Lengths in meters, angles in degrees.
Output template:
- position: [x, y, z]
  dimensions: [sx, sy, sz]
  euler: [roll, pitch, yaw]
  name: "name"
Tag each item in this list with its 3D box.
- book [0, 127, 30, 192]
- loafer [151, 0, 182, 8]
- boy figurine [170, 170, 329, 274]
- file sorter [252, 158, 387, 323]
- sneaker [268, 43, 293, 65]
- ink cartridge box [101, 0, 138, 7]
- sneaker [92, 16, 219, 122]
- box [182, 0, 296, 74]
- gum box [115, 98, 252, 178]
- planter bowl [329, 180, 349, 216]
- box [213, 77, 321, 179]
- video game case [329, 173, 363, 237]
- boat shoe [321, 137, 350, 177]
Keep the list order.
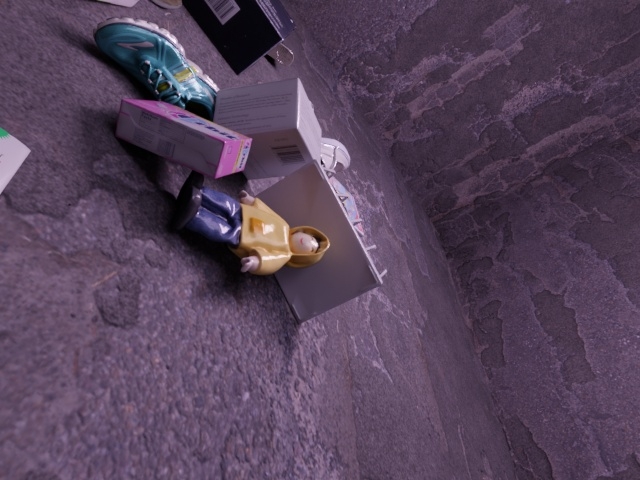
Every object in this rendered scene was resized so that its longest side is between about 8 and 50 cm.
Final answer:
- position: [-0.363, -0.076, 0.396]
  dimensions: [0.096, 0.035, 0.144]
  euler: [47, 24, -41]
  name: "book"
- position: [-0.400, -0.626, 0.914]
  dimensions: [0.251, 0.088, 0.094]
  euler: [16, 49, -61]
  name: "loafer"
- position: [-0.109, -0.010, 0.708]
  dimensions: [0.285, 0.092, 0.177]
  euler: [25, 38, -28]
  name: "boy figurine"
- position: [0.000, 0.000, 0.890]
  dimensions: [0.277, 0.193, 0.173]
  euler: [63, 18, 5]
  name: "file sorter"
- position: [-0.208, -0.756, 1.546]
  dimensions: [0.222, 0.083, 0.118]
  euler: [34, 14, -36]
  name: "sneaker"
- position: [-0.460, -0.613, 0.704]
  dimensions: [0.353, 0.119, 0.207]
  euler: [53, 17, -19]
  name: "ink cartridge box"
- position: [-0.282, -0.299, 0.760]
  dimensions: [0.275, 0.107, 0.109]
  euler: [30, 46, -53]
  name: "sneaker"
- position: [-0.258, -0.725, 1.229]
  dimensions: [0.343, 0.179, 0.312]
  euler: [51, 25, -24]
  name: "box"
- position: [-0.223, -0.170, 0.663]
  dimensions: [0.189, 0.062, 0.107]
  euler: [24, 21, 5]
  name: "gum box"
- position: [-0.011, -0.080, 1.070]
  dimensions: [0.162, 0.109, 0.162]
  euler: [47, 26, -31]
  name: "planter bowl"
- position: [-0.105, -0.228, 0.863]
  dimensions: [0.181, 0.182, 0.118]
  euler: [53, 36, -66]
  name: "box"
- position: [0.052, -0.153, 1.418]
  dimensions: [0.285, 0.025, 0.203]
  euler: [39, 30, -44]
  name: "video game case"
- position: [-0.020, -0.224, 1.190]
  dimensions: [0.367, 0.136, 0.156]
  euler: [11, 58, -55]
  name: "boat shoe"
